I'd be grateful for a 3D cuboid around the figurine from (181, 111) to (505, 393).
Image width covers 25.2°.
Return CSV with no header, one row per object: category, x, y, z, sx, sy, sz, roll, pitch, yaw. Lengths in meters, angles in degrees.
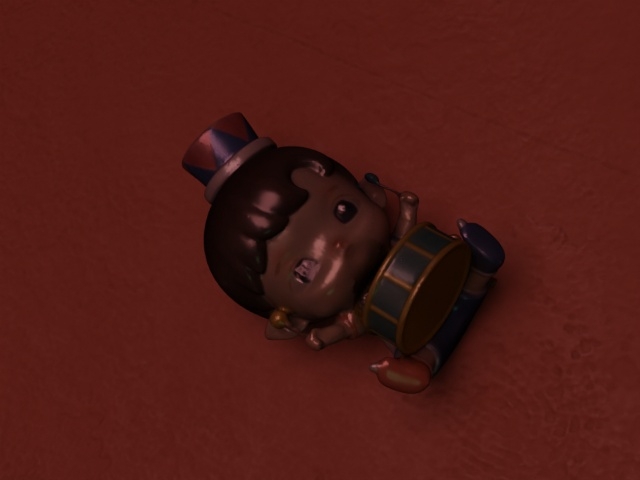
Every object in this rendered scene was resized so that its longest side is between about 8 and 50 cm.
figurine,0.002,0.004,1.133,0.275,0.158,0.161,25,72,23
